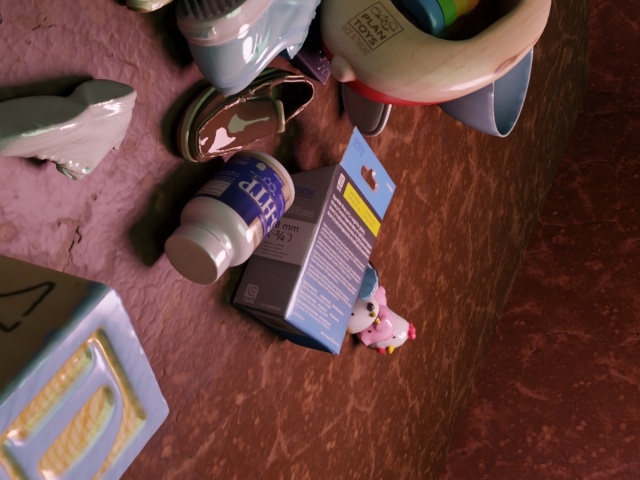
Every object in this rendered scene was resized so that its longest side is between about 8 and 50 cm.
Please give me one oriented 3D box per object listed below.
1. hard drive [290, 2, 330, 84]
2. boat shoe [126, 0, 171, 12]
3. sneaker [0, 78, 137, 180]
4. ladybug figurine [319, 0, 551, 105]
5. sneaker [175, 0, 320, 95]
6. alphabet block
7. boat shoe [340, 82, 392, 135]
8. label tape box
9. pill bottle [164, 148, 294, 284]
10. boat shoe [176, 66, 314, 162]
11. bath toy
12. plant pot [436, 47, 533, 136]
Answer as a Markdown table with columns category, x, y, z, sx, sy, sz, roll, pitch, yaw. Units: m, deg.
| category | x | y | z | sx | sy | sz | roll | pitch | yaw |
| --- | --- | --- | --- | --- | --- | --- | --- | --- | --- |
| hard drive | -0.003 | -0.392 | 1.261 | 0.172 | 0.054 | 0.254 | 34 | 71 | -63 |
| boat shoe | -0.176 | -0.311 | 0.950 | 0.135 | 0.050 | 0.045 | -52 | 150 | -42 |
| sneaker | -0.267 | -0.102 | 0.844 | 0.212 | 0.080 | 0.094 | -34 | 143 | -56 |
| ladybug figurine | 0.168 | -0.351 | 1.266 | 0.449 | 0.305 | 0.162 | -35 | 172 | -28 |
| sneaker | -0.056 | -0.336 | 1.109 | 0.366 | 0.135 | 0.150 | -48 | 146 | -29 |
| alphabet block | -0.292 | 0.144 | 0.754 | 0.192 | 0.197 | 0.193 | -52 | 144 | -40 |
| boat shoe | 0.102 | -0.338 | 1.432 | 0.091 | 0.114 | 0.302 | -28 | 127 | -51 |
| label tape box | 0.000 | 0.000 | 1.385 | 0.240 | 0.106 | 0.333 | 46 | 60 | -60 |
| pill bottle | -0.125 | -0.030 | 1.112 | 0.186 | 0.112 | 0.112 | -54 | 146 | -39 |
| boat shoe | -0.093 | -0.181 | 1.126 | 0.257 | 0.095 | 0.095 | -47 | 141 | -46 |
| bath toy | 0.102 | 0.141 | 1.633 | 0.151 | 0.129 | 0.348 | -68 | 153 | -19 |
| plant pot | 0.328 | -0.383 | 1.773 | 0.290 | 0.195 | 0.290 | -38 | 134 | -54 |
